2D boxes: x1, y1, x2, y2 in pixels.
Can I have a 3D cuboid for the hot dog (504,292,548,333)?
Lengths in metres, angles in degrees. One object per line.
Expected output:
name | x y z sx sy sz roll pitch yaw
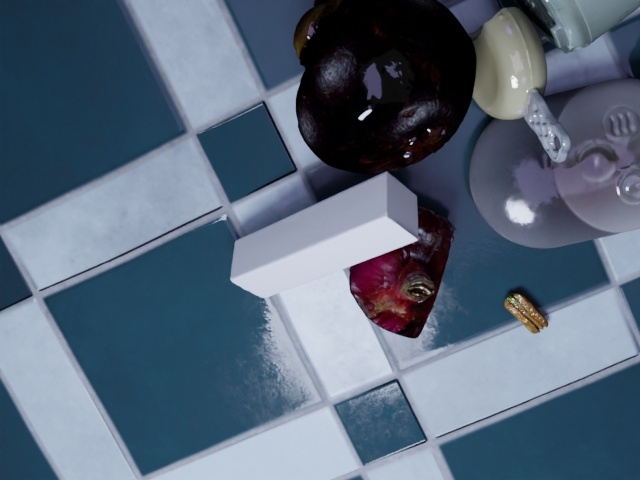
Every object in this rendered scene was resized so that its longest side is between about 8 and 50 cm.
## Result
hot dog | 0.325 0.113 1.243 0.037 0.021 0.083 -40 97 22

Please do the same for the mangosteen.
mangosteen | 0.080 -0.234 1.084 0.233 0.287 0.287 -1 102 -5

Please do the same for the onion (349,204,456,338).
onion | 0.118 0.047 1.146 0.140 0.218 0.195 26 103 1

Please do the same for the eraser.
eraser | 0.000 -0.001 1.146 0.298 0.078 0.076 -22 140 35

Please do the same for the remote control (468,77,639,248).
remote control | 0.384 -0.111 1.146 0.332 0.103 0.221 -14 92 9

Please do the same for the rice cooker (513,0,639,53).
rice cooker | 0.345 -0.391 1.019 0.227 0.241 0.280 -38 85 12

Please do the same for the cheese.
cheese | 0.266 -0.204 1.082 0.071 0.163 0.249 -17 78 -11
